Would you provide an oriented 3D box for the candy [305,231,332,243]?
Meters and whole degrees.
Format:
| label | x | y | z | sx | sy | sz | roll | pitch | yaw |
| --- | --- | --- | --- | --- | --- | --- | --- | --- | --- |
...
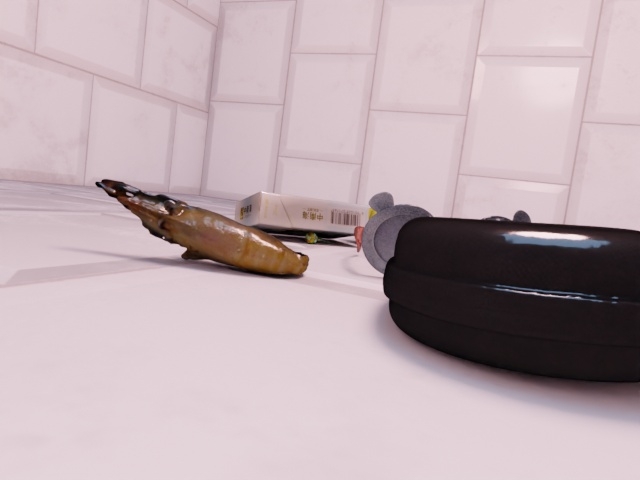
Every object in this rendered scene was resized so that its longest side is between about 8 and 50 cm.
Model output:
| label | x | y | z | sx | sy | sz | roll | pitch | yaw |
| --- | --- | --- | --- | --- | --- | --- | --- | --- | --- |
| candy | 0.000 | 0.000 | 1.016 | 0.025 | 0.023 | 0.083 | 1 | -10 | 39 |

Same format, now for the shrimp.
| label | x | y | z | sx | sy | sz | roll | pitch | yaw |
| --- | --- | --- | --- | --- | --- | --- | --- | --- | --- |
| shrimp | -0.142 | -0.003 | 0.608 | 0.262 | 0.066 | 0.117 | 22 | -8 | 5 |

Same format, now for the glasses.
| label | x | y | z | sx | sy | sz | roll | pitch | yaw |
| --- | --- | --- | --- | --- | --- | --- | --- | --- | --- |
| glasses | 0.160 | -0.008 | 0.777 | 0.235 | 0.117 | 0.268 | 5 | 5 | -6 |

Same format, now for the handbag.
| label | x | y | z | sx | sy | sz | roll | pitch | yaw |
| --- | --- | --- | --- | --- | --- | --- | --- | --- | --- |
| handbag | 0.182 | 0.030 | 0.427 | 0.254 | 0.092 | 0.308 | 3 | 4 | 10 |

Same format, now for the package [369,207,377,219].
| label | x | y | z | sx | sy | sz | roll | pitch | yaw |
| --- | --- | --- | --- | --- | --- | --- | --- | --- | --- |
| package | 0.168 | -0.029 | 1.160 | 0.227 | 0.090 | 0.168 | 8 | 1 | -24 |

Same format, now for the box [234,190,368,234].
| label | x | y | z | sx | sy | sz | roll | pitch | yaw |
| --- | --- | --- | --- | --- | --- | --- | --- | --- | --- |
| box | -0.041 | -0.047 | 1.046 | 0.243 | 0.067 | 0.155 | 5 | -7 | -25 |
